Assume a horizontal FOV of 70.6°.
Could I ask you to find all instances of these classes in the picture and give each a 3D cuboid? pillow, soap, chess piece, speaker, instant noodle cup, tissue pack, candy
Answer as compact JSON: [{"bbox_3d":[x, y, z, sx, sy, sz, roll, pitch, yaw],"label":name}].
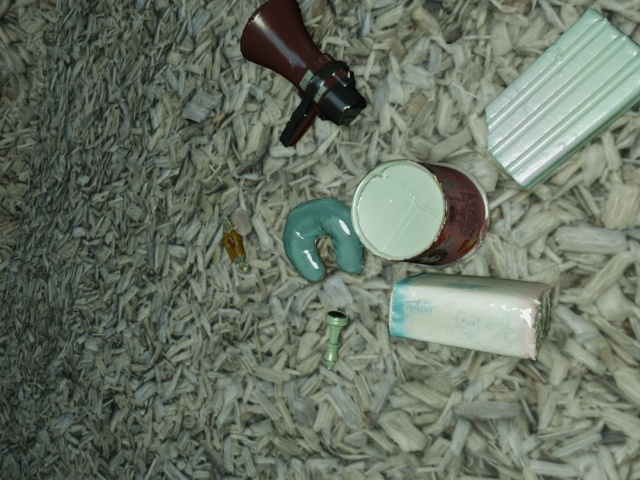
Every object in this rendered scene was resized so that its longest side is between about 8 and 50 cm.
[{"bbox_3d":[0.000,0.000,1.143,0.233,0.086,0.214,-18,85,33],"label":"pillow"},{"bbox_3d":[0.449,-0.255,0.852,0.289,0.095,0.173,-45,68,24],"label":"soap"},{"bbox_3d":[0.034,0.255,1.139,0.059,0.059,0.149,15,104,32],"label":"chess piece"},{"bbox_3d":[-0.066,-0.396,1.137,0.259,0.198,0.329,-37,79,13],"label":"speaker"},{"bbox_3d":[0.200,-0.054,0.929,0.243,0.231,0.243,1,91,33],"label":"instant noodle cup"},{"bbox_3d":[0.292,0.136,0.886,0.271,0.201,0.124,4,99,32],"label":"tissue pack"},{"bbox_3d":[-0.251,0.013,1.323,0.053,0.046,0.182,-27,81,26],"label":"candy"}]
